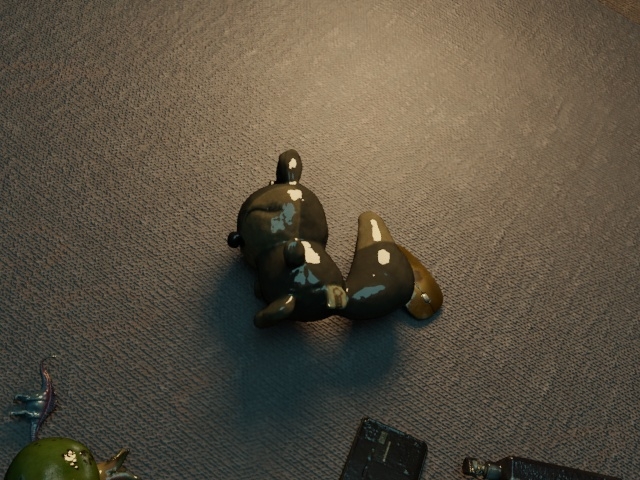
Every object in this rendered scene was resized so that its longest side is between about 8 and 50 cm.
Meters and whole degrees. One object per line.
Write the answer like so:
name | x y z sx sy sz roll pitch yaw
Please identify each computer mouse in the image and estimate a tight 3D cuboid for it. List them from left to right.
computer mouse | 0.196 0.090 1.642 0.102 0.045 0.199 -32 70 -22

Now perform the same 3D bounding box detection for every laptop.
laptop | 0.121 0.470 1.422 0.153 0.026 0.207 23 59 4

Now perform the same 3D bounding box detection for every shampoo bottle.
shampoo bottle | 0.437 0.479 1.434 0.309 0.098 0.071 13 64 -3

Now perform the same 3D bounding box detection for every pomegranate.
pomegranate | -0.441 0.433 1.268 0.224 0.181 0.182 1 58 -35

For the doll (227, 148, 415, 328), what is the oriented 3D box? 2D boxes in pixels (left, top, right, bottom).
doll | -0.014 0.018 1.568 0.378 0.252 0.383 11 56 -34

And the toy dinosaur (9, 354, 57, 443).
toy dinosaur | -0.550 0.314 1.378 0.080 0.045 0.198 13 66 -18
